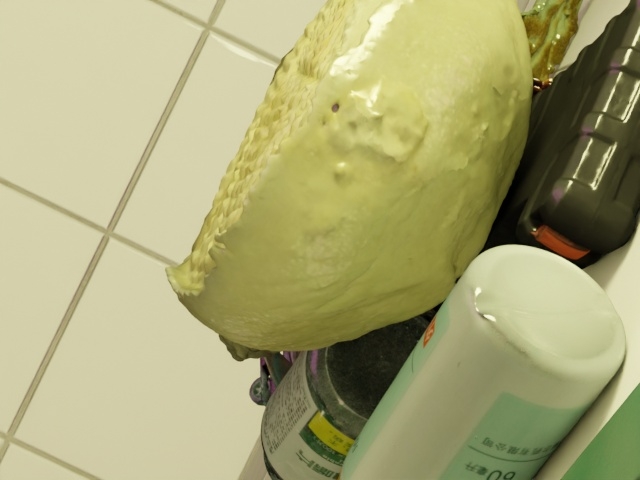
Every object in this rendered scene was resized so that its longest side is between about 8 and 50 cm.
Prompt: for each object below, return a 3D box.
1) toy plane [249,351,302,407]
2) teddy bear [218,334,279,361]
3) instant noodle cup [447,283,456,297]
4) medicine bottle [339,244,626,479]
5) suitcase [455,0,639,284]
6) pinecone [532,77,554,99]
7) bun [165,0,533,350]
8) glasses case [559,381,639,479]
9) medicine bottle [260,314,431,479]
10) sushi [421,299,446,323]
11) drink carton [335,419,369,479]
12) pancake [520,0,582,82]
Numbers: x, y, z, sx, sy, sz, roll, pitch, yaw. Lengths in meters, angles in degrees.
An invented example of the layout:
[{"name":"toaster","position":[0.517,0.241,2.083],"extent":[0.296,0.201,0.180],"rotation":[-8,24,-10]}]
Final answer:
[{"name":"toy plane","position":[-0.032,0.253,1.926],"extent":[0.223,0.104,0.326],"rotation":[45,-134,-49]},{"name":"teddy bear","position":[0.000,0.000,1.817],"extent":[0.367,0.224,0.357],"rotation":[-33,-7,-37]},{"name":"instant noodle cup","position":[0.090,-0.020,1.589],"extent":[0.205,0.205,0.153],"rotation":[-70,-2,-66]},{"name":"medicine bottle","position":[0.074,0.157,1.007],"extent":[0.352,0.110,0.110],"rotation":[-62,3,40]},{"name":"suitcase","position":[0.197,-0.062,1.161],"extent":[0.206,0.066,0.285],"rotation":[-64,3,-16]},{"name":"pinecone","position":[0.200,-0.106,1.359],"extent":[0.077,0.077,0.083],"rotation":[-63,-7,25]},{"name":"bun","position":[0.045,-0.059,1.198],"extent":[0.364,0.202,0.364],"rotation":[-57,8,13]},{"name":"glasses case","position":[0.154,0.107,0.696],"extent":[0.184,0.039,0.078],"rotation":[-62,3,40]},{"name":"medicine bottle","position":[0.023,0.172,1.482],"extent":[0.141,0.141,0.293],"rotation":[-65,4,-28]},{"name":"sushi","position":[0.091,0.082,1.522],"extent":[0.083,0.085,0.056],"rotation":[-21,29,14]},{"name":"drink carton","position":[0.055,0.208,1.292],"extent":[0.084,0.074,0.200],"rotation":[-80,15,-79]},{"name":"pancake","position":[0.140,-0.196,1.667],"extent":[0.376,0.197,0.054],"rotation":[-30,30,-8]}]
